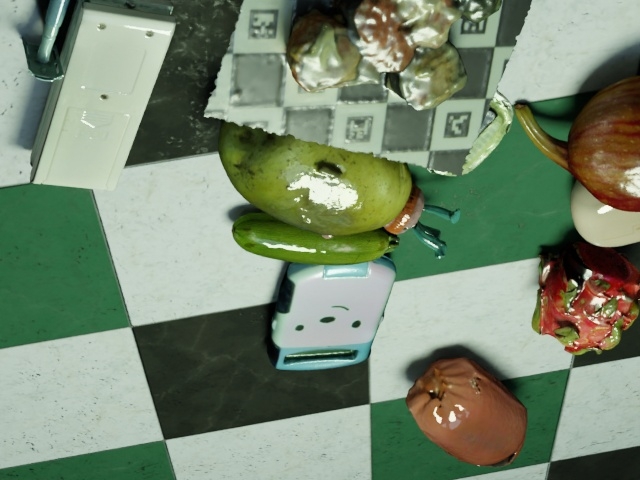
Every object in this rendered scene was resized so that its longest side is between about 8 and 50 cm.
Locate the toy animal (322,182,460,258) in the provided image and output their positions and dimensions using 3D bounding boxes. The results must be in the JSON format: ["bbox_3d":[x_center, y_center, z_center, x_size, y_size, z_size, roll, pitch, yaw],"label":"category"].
[{"bbox_3d":[0.080,-0.036,1.704,0.208,0.100,0.103,14,176,-14],"label":"toy animal"}]

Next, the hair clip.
[{"bbox_3d":[0.079,-0.196,1.489,0.321,0.091,0.138,32,104,-35],"label":"hair clip"}]

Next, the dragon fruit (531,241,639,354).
[{"bbox_3d":[0.384,0.089,1.925,0.160,0.166,0.172,-32,152,-48],"label":"dragon fruit"}]

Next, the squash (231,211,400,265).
[{"bbox_3d":[0.000,0.000,1.757,0.252,0.066,0.066,4,141,-23],"label":"squash"}]

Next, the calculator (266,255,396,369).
[{"bbox_3d":[0.012,0.107,1.917,0.172,0.051,0.293,-4,143,-14],"label":"calculator"}]

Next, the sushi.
[{"bbox_3d":[0.087,-0.226,1.376,0.339,0.069,0.320,11,113,-28],"label":"sushi"}]

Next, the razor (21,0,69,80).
[{"bbox_3d":[-0.280,-0.242,1.372,0.040,0.068,0.135,5,128,-27],"label":"razor"}]

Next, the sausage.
[{"bbox_3d":[0.246,0.287,2.145,0.152,0.152,0.279,-27,142,18],"label":"sausage"}]

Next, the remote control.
[{"bbox_3d":[-0.252,-0.166,1.472,0.102,0.056,0.277,5,139,-23],"label":"remote control"}]

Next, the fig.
[{"bbox_3d":[0.370,-0.116,1.650,0.207,0.175,0.175,-11,147,23],"label":"fig"}]

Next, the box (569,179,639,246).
[{"bbox_3d":[0.443,-0.062,1.786,0.200,0.088,0.146,-18,144,9],"label":"box"}]

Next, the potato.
[{"bbox_3d":[-0.007,-0.087,1.552,0.197,0.149,0.228,-3,162,30],"label":"potato"}]
